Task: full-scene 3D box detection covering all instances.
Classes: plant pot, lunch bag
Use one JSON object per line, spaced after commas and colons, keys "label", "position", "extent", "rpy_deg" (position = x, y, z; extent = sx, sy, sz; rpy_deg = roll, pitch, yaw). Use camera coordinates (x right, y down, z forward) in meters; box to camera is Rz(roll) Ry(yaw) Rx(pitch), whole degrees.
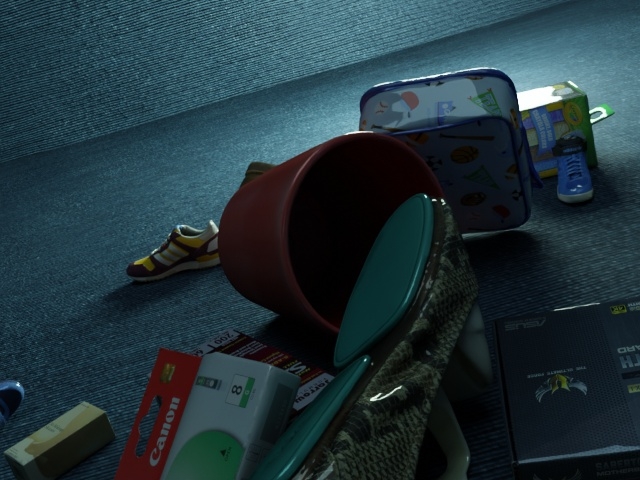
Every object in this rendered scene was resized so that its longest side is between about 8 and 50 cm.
{"label": "plant pot", "position": [0.000, 0.000, 1.164], "extent": [0.275, 0.275, 0.243], "rpy_deg": [-30, 15, -32]}
{"label": "lunch bag", "position": [0.194, -0.115, 1.249], "extent": [0.243, 0.303, 0.115], "rpy_deg": [-9, 58, 15]}

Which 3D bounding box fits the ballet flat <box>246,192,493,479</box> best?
{"label": "ballet flat", "position": [0.079, 0.145, 0.828], "extent": [0.164, 0.182, 0.483], "rpy_deg": [-43, 10, 39]}

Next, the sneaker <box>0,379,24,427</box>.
{"label": "sneaker", "position": [-0.450, 0.242, 1.128], "extent": [0.144, 0.053, 0.059], "rpy_deg": [-39, 29, -29]}

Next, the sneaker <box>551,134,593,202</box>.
{"label": "sneaker", "position": [0.405, -0.121, 1.379], "extent": [0.058, 0.085, 0.152], "rpy_deg": [-8, 22, 18]}

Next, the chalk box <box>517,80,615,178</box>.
{"label": "chalk box", "position": [0.405, -0.194, 1.503], "extent": [0.213, 0.132, 0.132], "rpy_deg": [-12, 20, 7]}

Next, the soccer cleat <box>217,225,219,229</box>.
{"label": "soccer cleat", "position": [-0.113, -0.021, 1.536], "extent": [0.196, 0.076, 0.068], "rpy_deg": [-18, -18, 37]}

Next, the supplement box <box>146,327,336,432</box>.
{"label": "supplement box", "position": [-0.084, 0.184, 0.978], "extent": [0.130, 0.073, 0.239], "rpy_deg": [-29, 26, -31]}

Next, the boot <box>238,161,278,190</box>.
{"label": "boot", "position": [-0.035, -0.069, 1.594], "extent": [0.305, 0.112, 0.115], "rpy_deg": [8, 61, 39]}

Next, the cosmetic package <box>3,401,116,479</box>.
{"label": "cosmetic package", "position": [-0.313, 0.246, 1.029], "extent": [0.060, 0.041, 0.115], "rpy_deg": [7, 30, 46]}

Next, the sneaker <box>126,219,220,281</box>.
{"label": "sneaker", "position": [-0.262, 0.014, 1.517], "extent": [0.185, 0.084, 0.069], "rpy_deg": [-14, 21, 4]}

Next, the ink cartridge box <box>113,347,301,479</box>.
{"label": "ink cartridge box", "position": [-0.138, 0.200, 0.866], "extent": [0.224, 0.056, 0.181], "rpy_deg": [5, 71, 41]}

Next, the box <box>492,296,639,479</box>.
{"label": "box", "position": [0.270, 0.124, 0.719], "extent": [0.232, 0.059, 0.183], "rpy_deg": [-11, 32, 13]}
